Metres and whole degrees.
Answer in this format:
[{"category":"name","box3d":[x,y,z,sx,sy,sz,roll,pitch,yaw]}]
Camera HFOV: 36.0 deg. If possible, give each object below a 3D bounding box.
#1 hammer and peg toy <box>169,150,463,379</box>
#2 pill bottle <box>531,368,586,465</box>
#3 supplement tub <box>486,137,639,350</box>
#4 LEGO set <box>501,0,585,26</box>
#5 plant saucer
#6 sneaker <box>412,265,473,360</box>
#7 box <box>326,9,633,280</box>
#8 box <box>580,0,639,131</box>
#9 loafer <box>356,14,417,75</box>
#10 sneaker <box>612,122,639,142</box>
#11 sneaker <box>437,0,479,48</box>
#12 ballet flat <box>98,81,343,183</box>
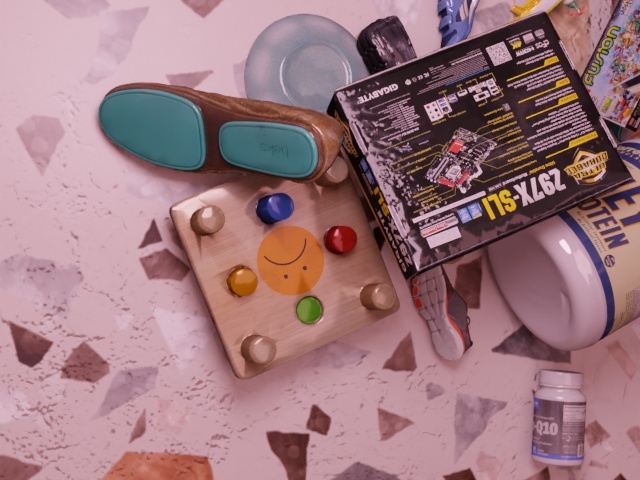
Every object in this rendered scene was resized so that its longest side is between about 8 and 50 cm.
[{"category":"hammer and peg toy","box3d":[0.000,0.000,1.346,0.361,0.127,0.266,-23,94,-18]},{"category":"pill bottle","box3d":[0.361,0.266,1.485,0.078,0.078,0.137,5,87,-19]},{"category":"supplement tub","box3d":[0.434,-0.008,1.436,0.324,0.235,0.235,-27,97,-18]},{"category":"LEGO set","box3d":[0.352,-0.310,1.484,0.107,0.132,0.287,46,61,-25]},{"category":"plant saucer","box3d":[-0.010,-0.230,1.397,0.195,0.037,0.195,1,88,-20]},{"category":"sneaker","box3d":[0.184,0.096,1.452,0.065,0.061,0.158,-19,96,-45]},{"category":"box","box3d":[0.204,-0.127,1.280,0.322,0.079,0.257,-23,82,-13]},{"category":"box","box3d":[0.471,-0.280,1.485,0.036,0.114,0.207,12,107,-44]},{"category":"loafer","box3d":[0.135,-0.220,1.424,0.078,0.076,0.223,-34,101,-22]},{"category":"sneaker","box3d":[0.515,-0.301,1.551,0.108,0.121,0.302,10,104,-40]},{"category":"sneaker","box3d":[0.196,-0.337,1.463,0.059,0.053,0.144,21,73,-18]},{"category":"ballet flat","box3d":[-0.120,-0.148,1.279,0.124,0.342,0.116,-36,130,-56]}]
